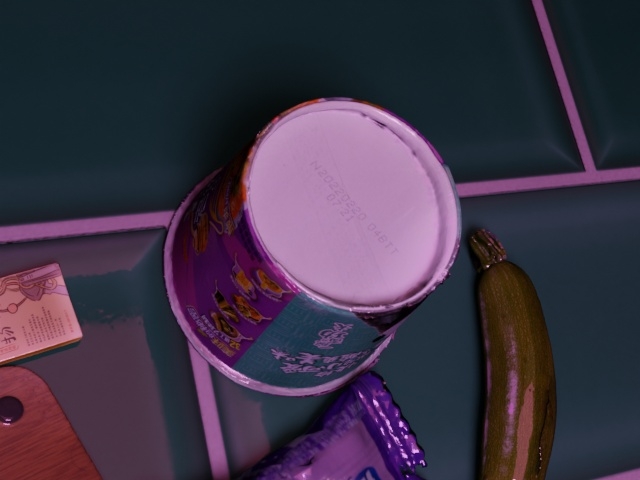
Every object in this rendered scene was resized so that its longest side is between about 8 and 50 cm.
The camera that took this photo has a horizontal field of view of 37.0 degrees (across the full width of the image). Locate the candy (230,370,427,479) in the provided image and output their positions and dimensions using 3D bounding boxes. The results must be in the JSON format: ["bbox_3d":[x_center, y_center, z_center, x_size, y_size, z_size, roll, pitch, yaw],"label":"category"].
[{"bbox_3d":[-0.020,0.232,0.832,0.275,0.070,0.145,-26,88,-31],"label":"candy"}]

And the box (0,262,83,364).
[{"bbox_3d":[-0.285,0.073,0.817,0.149,0.020,0.073,-18,78,-25],"label":"box"}]

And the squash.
[{"bbox_3d":[0.191,0.141,0.942,0.080,0.071,0.319,9,68,-17],"label":"squash"}]

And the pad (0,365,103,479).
[{"bbox_3d":[-0.281,0.256,0.712,0.286,0.018,0.284,-24,71,-36],"label":"pad"}]

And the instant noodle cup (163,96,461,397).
[{"bbox_3d":[0.000,0.000,0.855,0.251,0.190,0.251,7,68,-18],"label":"instant noodle cup"}]
